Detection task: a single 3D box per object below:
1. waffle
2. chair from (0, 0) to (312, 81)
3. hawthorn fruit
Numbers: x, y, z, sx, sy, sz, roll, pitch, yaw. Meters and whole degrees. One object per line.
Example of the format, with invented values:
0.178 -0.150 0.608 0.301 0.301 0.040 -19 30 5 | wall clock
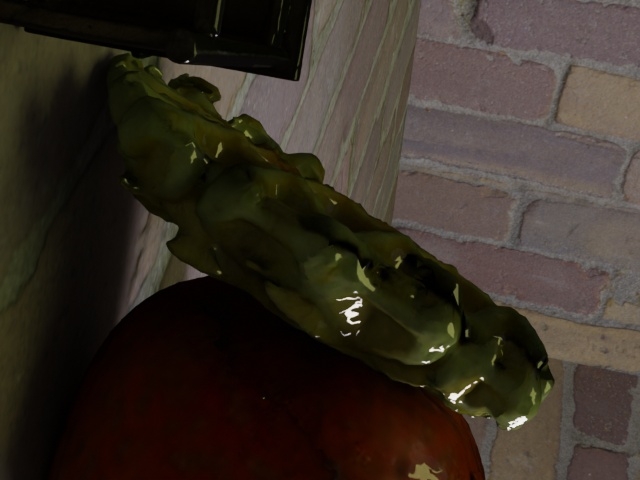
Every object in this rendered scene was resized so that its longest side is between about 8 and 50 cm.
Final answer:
0.000 0.000 0.723 0.073 0.317 0.297 -55 -171 5 | waffle
-0.068 -0.150 0.542 0.260 0.141 0.154 -32 133 -76 | chair
-0.054 0.177 0.758 0.307 0.276 0.276 -51 169 -6 | hawthorn fruit
